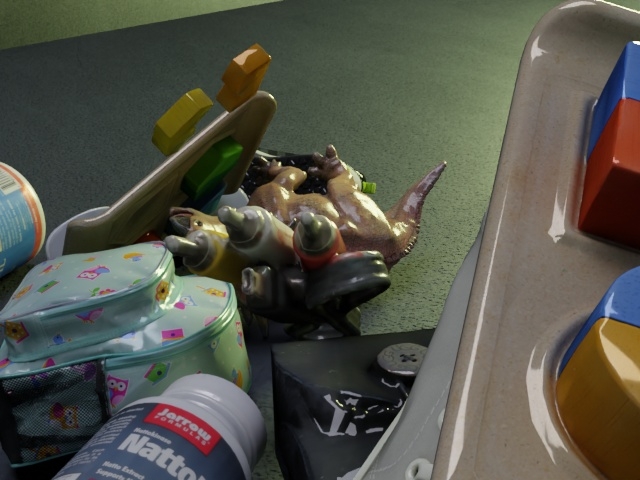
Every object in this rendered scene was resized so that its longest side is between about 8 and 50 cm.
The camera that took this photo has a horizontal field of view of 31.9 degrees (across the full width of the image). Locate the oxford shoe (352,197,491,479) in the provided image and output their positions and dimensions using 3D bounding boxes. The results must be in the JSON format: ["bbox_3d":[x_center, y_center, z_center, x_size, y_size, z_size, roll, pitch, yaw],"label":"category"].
[{"bbox_3d":[0.102,0.107,0.551,0.169,0.130,0.449,20,57,14],"label":"oxford shoe"}]

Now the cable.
[{"bbox_3d":[0.000,0.029,0.845,0.140,0.072,0.287,-6,-12,15],"label":"cable"}]

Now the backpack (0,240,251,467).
[{"bbox_3d":[-0.150,0.081,0.865,0.189,0.144,0.166,-3,17,1],"label":"backpack"}]

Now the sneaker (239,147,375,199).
[{"bbox_3d":[-0.045,-0.063,1.313,0.235,0.084,0.097,10,3,34],"label":"sneaker"}]

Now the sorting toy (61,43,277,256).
[{"bbox_3d":[-0.131,-0.046,1.017,0.229,0.041,0.307,-39,-7,-27],"label":"sorting toy"}]

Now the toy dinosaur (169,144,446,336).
[{"bbox_3d":[0.000,0.000,1.051,0.296,0.127,0.200,-8,21,-15],"label":"toy dinosaur"}]

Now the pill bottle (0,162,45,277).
[{"bbox_3d":[-0.397,0.008,1.140,0.124,0.124,0.221,6,25,30],"label":"pill bottle"}]

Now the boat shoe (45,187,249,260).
[{"bbox_3d":[-0.188,-0.012,1.203,0.229,0.080,0.076,-21,8,-26],"label":"boat shoe"}]

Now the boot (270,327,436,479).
[{"bbox_3d":[0.181,0.081,0.793,0.445,0.146,0.367,-13,20,-3],"label":"boot"}]

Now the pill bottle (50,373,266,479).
[{"bbox_3d":[-0.104,0.160,0.692,0.108,0.107,0.180,2,24,21],"label":"pill bottle"}]

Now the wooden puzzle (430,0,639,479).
[{"bbox_3d":[0.230,0.040,0.489,0.322,0.080,0.347,18,53,1],"label":"wooden puzzle"}]
